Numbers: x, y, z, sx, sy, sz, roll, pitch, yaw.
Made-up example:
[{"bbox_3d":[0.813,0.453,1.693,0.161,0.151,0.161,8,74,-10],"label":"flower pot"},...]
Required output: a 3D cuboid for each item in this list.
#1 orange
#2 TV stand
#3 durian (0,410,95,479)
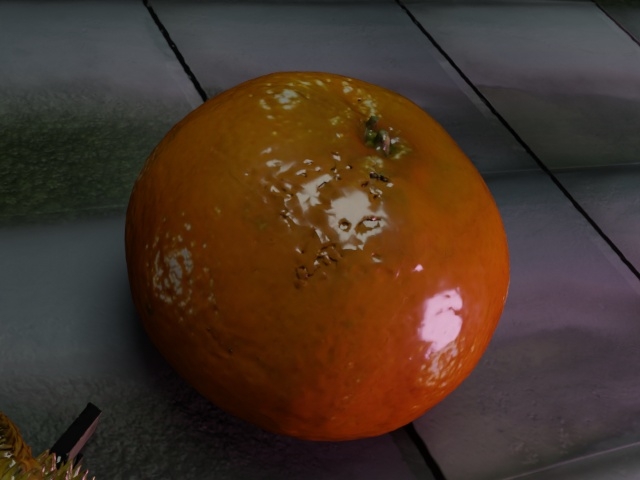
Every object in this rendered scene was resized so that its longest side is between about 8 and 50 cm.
[{"bbox_3d":[0.000,0.000,1.173,0.424,0.326,0.423,12,41,-10],"label":"orange"},{"bbox_3d":[-0.269,0.240,0.998,0.042,0.036,0.249,27,38,6],"label":"TV stand"},{"bbox_3d":[-0.215,0.285,0.893,0.195,0.186,0.305,45,26,-34],"label":"durian"}]
